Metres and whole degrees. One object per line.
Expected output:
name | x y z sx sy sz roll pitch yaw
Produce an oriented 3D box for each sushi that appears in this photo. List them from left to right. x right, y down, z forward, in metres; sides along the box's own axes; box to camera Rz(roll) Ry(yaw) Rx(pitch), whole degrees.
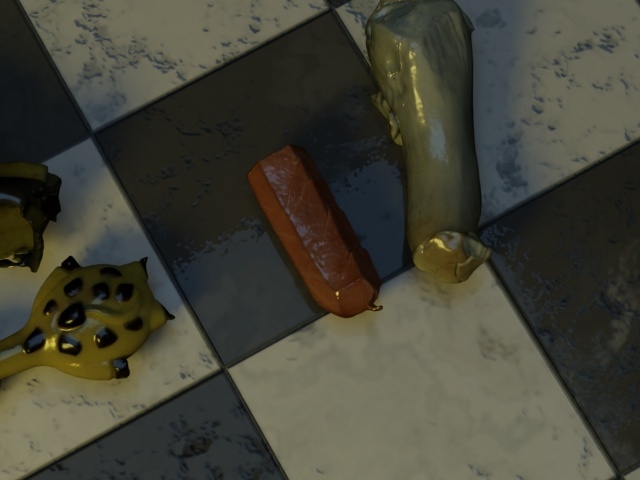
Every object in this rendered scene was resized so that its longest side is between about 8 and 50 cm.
sushi | -0.367 -0.045 1.632 0.291 0.139 0.131 11 54 3

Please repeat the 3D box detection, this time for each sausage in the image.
sausage | 0.000 0.000 1.635 0.065 0.065 0.169 -28 74 -7

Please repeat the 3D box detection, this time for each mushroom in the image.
mushroom | 0.099 -0.097 1.647 0.099 0.096 0.278 -8 77 0

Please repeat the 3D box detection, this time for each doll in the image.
doll | -0.267 0.101 1.595 0.291 0.086 0.117 -25 70 -9
